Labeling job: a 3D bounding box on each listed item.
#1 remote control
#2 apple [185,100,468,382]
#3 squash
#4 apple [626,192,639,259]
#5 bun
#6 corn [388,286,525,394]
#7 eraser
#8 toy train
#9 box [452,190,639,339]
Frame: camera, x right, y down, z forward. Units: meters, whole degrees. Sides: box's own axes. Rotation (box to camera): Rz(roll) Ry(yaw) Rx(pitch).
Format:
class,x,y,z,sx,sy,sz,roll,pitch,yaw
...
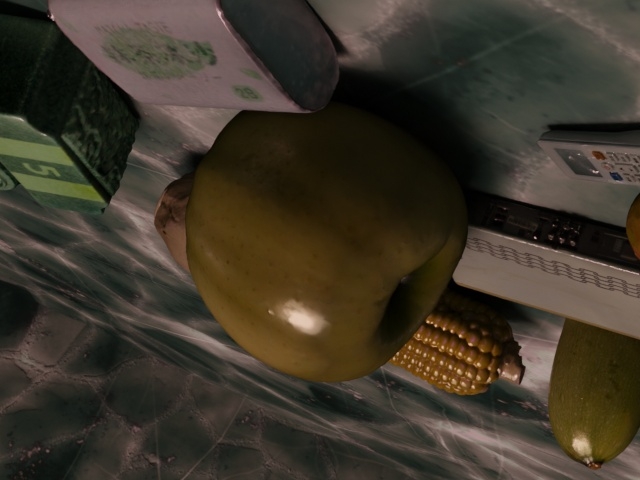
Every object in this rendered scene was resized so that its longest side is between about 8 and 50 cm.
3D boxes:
class,x,y,z,sx,sy,sz,roll,pitch,yaw
remote control,0.257,-0.069,0.861,0.162,0.029,0.061,12,156,49
apple,0.000,0.000,1.026,0.279,0.279,0.279,23,162,8
squash,0.320,0.170,1.206,0.123,0.187,0.123,16,159,6
apple,0.303,-0.011,0.887,0.089,0.074,0.089,21,161,8
bun,-0.123,-0.028,1.336,0.173,0.167,0.113,18,119,-1
corn,0.104,0.100,1.379,0.347,0.130,0.130,23,162,13
eraser,-0.116,-0.186,0.945,0.227,0.081,0.174,10,156,42
toy train,-0.352,-0.153,1.250,0.238,0.167,0.299,10,160,12
box,0.252,0.028,1.111,0.270,0.045,0.211,16,160,28
